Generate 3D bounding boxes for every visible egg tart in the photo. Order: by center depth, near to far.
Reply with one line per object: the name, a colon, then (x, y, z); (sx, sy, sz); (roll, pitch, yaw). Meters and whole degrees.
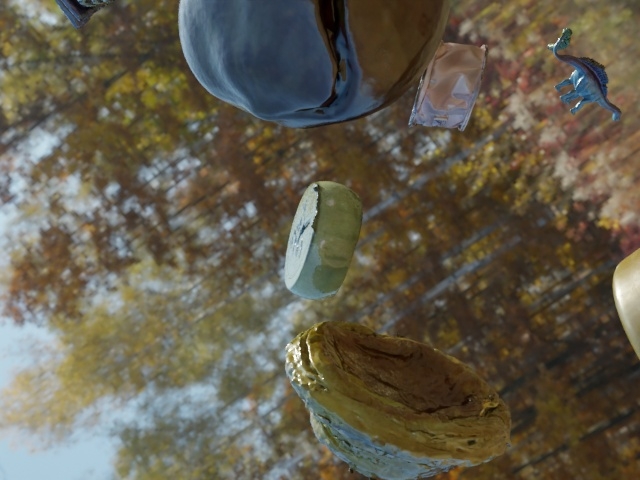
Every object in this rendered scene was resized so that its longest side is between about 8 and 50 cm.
egg tart: (0.102, 0.246, 1.503); (0.352, 0.150, 0.352); (16, -160, -6)

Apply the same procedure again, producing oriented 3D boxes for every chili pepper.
chili pepper: (0.438, -0.362, 1.874); (0.083, 0.022, 0.027); (127, 121, -71)

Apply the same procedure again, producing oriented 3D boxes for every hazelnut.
hazelnut: (-0.001, -0.190, 0.863); (0.234, 0.218, 0.218); (10, 159, 43)

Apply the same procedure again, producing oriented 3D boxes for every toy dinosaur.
toy dinosaur: (0.406, -0.241, 1.597); (0.197, 0.080, 0.045); (42, -152, -34)

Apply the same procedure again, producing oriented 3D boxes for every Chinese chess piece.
Chinese chess piece: (0.000, 0.000, 1.626); (0.083, 0.188, 0.188); (14, -152, -14)

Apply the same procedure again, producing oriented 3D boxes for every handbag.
handbag: (0.259, -0.313, 2.088); (0.116, 0.179, 0.205); (16, -138, 2)

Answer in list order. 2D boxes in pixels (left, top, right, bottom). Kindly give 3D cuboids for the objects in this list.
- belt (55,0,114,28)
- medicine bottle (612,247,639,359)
belt: (-0.235, -0.407, 1.323); (0.160, 0.295, 0.207); (53, 179, -6)
medicine bottle: (0.437, 0.058, 0.968); (0.238, 0.232, 0.238); (32, -146, -26)
